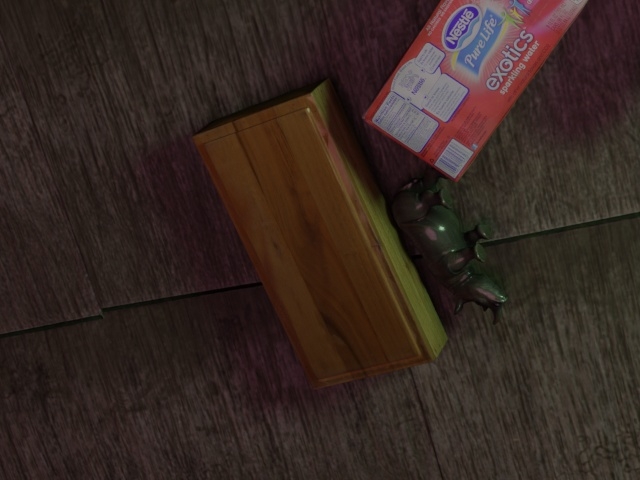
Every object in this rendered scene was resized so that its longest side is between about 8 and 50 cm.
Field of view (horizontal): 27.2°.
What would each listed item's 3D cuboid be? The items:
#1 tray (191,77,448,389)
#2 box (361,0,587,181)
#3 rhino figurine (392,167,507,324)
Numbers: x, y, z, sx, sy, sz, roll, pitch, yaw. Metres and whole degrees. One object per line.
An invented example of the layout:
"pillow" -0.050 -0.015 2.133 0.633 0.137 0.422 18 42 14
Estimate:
"tray" 0.000 0.000 1.847 0.203 0.076 0.410 -17 107 30
"box" 0.201 -0.247 1.683 0.154 0.142 0.300 33 114 -1
"rhino figurine" 0.184 0.014 1.826 0.106 0.073 0.243 -21 106 40
